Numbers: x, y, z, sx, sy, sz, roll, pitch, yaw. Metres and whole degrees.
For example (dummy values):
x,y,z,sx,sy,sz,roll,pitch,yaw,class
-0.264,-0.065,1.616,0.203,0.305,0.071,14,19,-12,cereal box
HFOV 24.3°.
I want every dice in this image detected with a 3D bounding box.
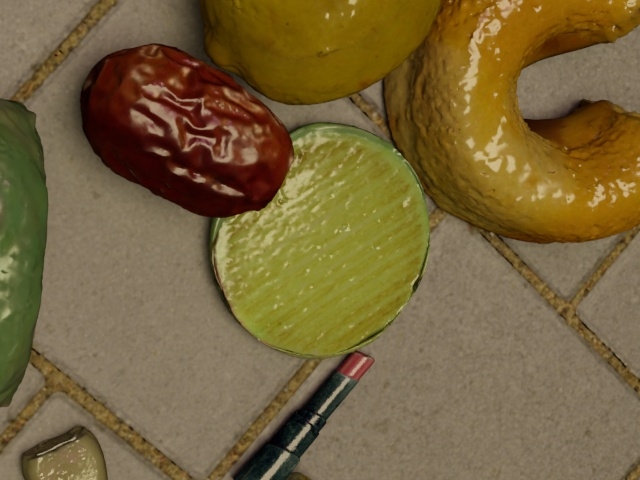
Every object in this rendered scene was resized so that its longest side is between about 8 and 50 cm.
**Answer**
x,y,z,sx,sy,sz,roll,pitch,yaw,class
-0.461,-0.002,1.505,0.322,0.318,0.330,6,96,-23,dice

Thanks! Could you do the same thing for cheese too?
x,y,z,sx,sy,sz,roll,pitch,yaw,class
-0.287,0.322,1.783,0.097,0.037,0.192,-23,106,-16,cheese

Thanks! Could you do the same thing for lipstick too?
x,y,z,sx,sy,sz,roll,pitch,yaw,class
-0.012,0.232,1.876,0.234,0.053,0.053,-47,112,-11,lipstick

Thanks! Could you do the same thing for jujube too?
x,y,z,sx,sy,sz,roll,pitch,yaw,class
-0.153,-0.126,1.690,0.250,0.174,0.174,24,89,-16,jujube

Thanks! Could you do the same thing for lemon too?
x,y,z,sx,sy,sz,roll,pitch,yaw,class
0.000,-0.286,1.689,0.284,0.260,0.260,-15,104,-20,lemon

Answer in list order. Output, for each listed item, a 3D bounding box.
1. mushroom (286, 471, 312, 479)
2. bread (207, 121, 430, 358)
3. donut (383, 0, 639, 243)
x,y,z,sx,sy,sz,roll,pitch,yaw,class
0.030,0.450,1.912,0.107,0.087,0.333,-39,107,-17,mushroom
0.005,0.003,1.848,0.301,0.045,0.301,-4,102,-20,bread
0.284,-0.178,1.867,0.378,0.163,0.435,-24,108,-16,donut
